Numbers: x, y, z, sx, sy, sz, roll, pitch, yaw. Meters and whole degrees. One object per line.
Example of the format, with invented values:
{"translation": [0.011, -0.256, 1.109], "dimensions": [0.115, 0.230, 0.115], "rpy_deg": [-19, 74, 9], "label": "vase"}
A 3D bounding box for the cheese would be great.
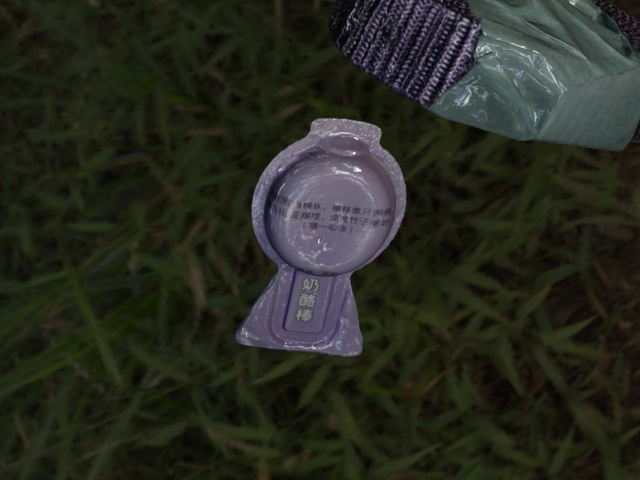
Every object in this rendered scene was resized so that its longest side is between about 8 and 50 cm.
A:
{"translation": [0.000, 0.000, 1.069], "dimensions": [0.105, 0.042, 0.191], "rpy_deg": [7, 121, -11], "label": "cheese"}

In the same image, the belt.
{"translation": [0.159, -0.183, 1.384], "dimensions": [0.260, 0.324, 0.122], "rpy_deg": [47, 121, 39], "label": "belt"}
